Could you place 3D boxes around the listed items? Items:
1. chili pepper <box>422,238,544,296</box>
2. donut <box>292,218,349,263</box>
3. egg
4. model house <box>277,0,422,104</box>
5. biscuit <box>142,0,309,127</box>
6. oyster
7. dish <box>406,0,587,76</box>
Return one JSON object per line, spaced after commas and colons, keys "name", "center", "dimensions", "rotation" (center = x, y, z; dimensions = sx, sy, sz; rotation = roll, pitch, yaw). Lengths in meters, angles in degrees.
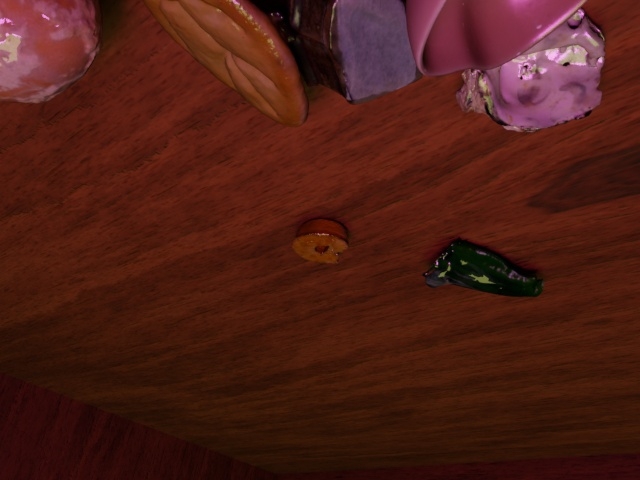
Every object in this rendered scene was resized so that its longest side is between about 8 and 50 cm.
{"name": "chili pepper", "center": [0.289, 0.058, 1.053], "dimensions": [0.216, 0.062, 0.108], "rotation": [10, 147, -5]}
{"name": "donut", "center": [0.000, 0.000, 1.048], "dimensions": [0.097, 0.043, 0.108], "rotation": [18, 147, -15]}
{"name": "egg", "center": [-0.333, -0.239, 0.630], "dimensions": [0.233, 0.195, 0.195], "rotation": [10, 150, 25]}
{"name": "model house", "center": [0.012, -0.232, 0.652], "dimensions": [0.152, 0.106, 0.165], "rotation": [35, 161, 37]}
{"name": "biscuit", "center": [-0.103, -0.217, 0.659], "dimensions": [0.203, 0.041, 0.260], "rotation": [12, 153, 52]}
{"name": "oyster", "center": [0.220, -0.206, 0.670], "dimensions": [0.163, 0.081, 0.191], "rotation": [-37, 114, 18]}
{"name": "dish", "center": [0.162, -0.250, 0.538], "dimensions": [0.213, 0.090, 0.213], "rotation": [-24, 162, -8]}
